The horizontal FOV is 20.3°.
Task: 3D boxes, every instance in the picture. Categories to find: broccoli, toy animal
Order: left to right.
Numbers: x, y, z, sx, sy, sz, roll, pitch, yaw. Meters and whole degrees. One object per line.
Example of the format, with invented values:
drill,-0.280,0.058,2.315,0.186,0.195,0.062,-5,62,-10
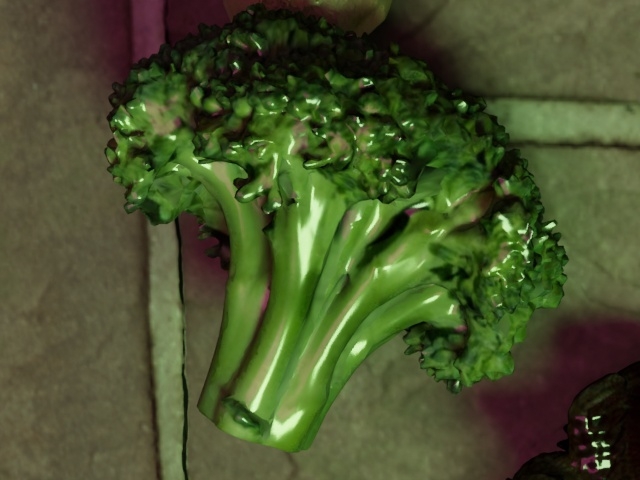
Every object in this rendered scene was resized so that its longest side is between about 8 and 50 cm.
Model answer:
broccoli,0.011,-0.012,1.125,0.288,0.235,0.260,23,117,27
toy animal,0.176,0.173,1.110,0.116,0.179,0.218,33,110,17

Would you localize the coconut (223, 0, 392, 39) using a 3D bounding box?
coconut,-0.012,-0.181,1.169,0.116,0.122,0.116,-4,65,8
